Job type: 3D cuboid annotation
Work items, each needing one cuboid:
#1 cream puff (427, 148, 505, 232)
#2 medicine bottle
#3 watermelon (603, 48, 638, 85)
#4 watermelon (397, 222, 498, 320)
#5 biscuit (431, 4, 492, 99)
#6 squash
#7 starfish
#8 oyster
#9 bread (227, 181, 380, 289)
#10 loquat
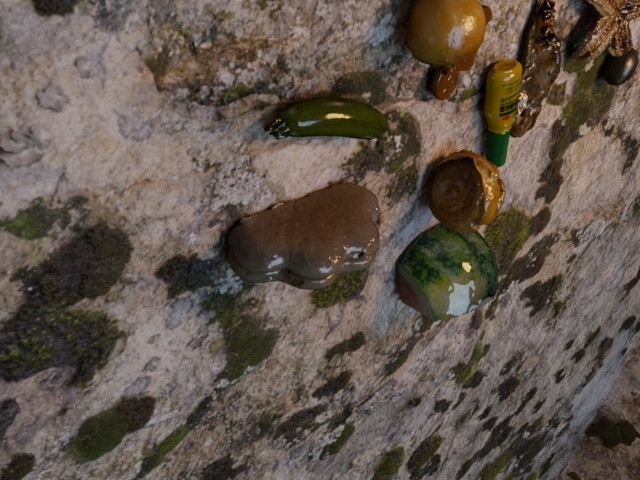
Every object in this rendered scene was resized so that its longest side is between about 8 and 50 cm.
[{"bbox_3d":[0.328,-0.112,1.672,0.130,0.189,0.189,-9,124,-48],"label":"cream puff"},{"bbox_3d":[0.411,-0.284,1.709,0.095,0.064,0.260,-31,138,-27],"label":"medicine bottle"},{"bbox_3d":[0.789,-0.456,1.964,0.078,0.078,0.110,10,112,-49],"label":"watermelon"},{"bbox_3d":[0.333,0.062,1.842,0.305,0.223,0.180,-26,179,-34],"label":"watermelon"},{"bbox_3d":[0.274,-0.384,1.511,0.138,0.031,0.204,-4,119,-51],"label":"biscuit"},{"bbox_3d":[0.032,-0.220,1.354,0.319,0.080,0.071,-6,84,-45],"label":"squash"},{"bbox_3d":[0.718,-0.565,1.786,0.303,0.113,0.312,-29,145,-26],"label":"starfish"},{"bbox_3d":[0.493,-0.386,1.718,0.129,0.078,0.344,-18,133,-26],"label":"oyster"},{"bbox_3d":[-0.002,0.003,1.403,0.337,0.183,0.101,-24,141,-32],"label":"bread"},{"bbox_3d":[0.230,-0.390,1.376,0.163,0.137,0.163,-32,130,-48],"label":"loquat"}]
